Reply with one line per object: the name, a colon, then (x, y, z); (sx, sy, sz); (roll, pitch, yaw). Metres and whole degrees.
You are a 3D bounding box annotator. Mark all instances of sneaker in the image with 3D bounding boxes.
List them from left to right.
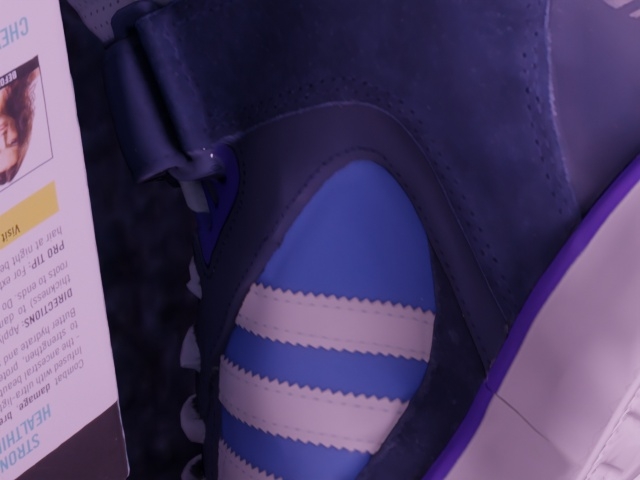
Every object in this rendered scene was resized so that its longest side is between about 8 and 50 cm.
sneaker: (0.000, 0.000, 0.574); (0.130, 0.236, 0.323); (-20, 151, -39)

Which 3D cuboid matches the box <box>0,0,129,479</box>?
box: (-0.110, -0.016, 0.447); (0.100, 0.060, 0.244); (-37, 140, -35)
